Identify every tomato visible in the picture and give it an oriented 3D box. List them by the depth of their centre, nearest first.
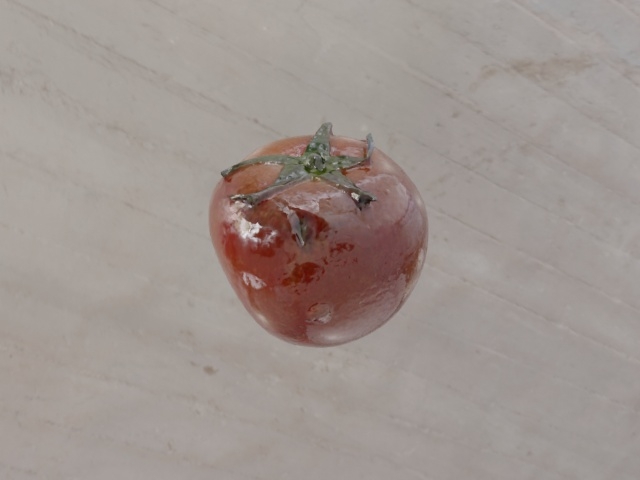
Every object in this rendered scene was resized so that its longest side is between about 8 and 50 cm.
[{"bbox_3d":[0.000,0.000,0.630,0.167,0.167,0.167,-7,112,-19],"label":"tomato"}]
